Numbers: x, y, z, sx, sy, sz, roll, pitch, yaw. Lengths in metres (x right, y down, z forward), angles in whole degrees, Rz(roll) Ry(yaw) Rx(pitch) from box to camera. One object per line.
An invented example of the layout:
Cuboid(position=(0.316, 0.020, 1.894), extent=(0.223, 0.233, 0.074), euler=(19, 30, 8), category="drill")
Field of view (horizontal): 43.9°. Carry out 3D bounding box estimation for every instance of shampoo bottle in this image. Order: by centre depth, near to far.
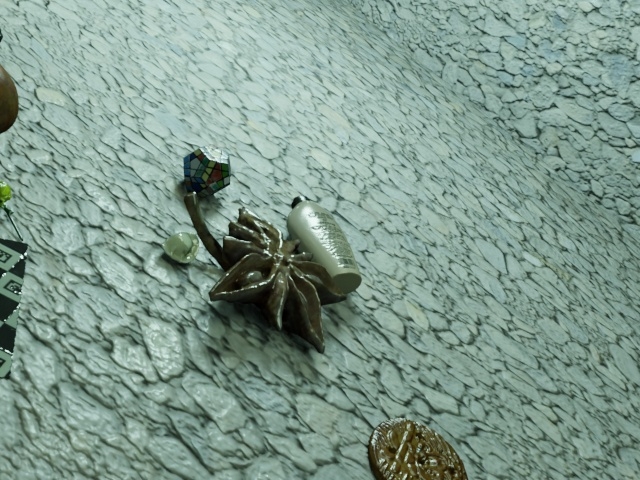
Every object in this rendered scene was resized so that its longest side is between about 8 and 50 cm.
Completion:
Cuboid(position=(0.000, 0.000, 1.636), extent=(0.127, 0.078, 0.256), euler=(4, 41, -31), category="shampoo bottle")

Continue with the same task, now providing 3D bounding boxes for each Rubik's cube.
Cuboid(position=(-0.231, -0.142, 1.625), extent=(0.093, 0.111, 0.111), euler=(59, 32, -1), category="Rubik's cube")

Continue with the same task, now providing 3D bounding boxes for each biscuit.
Cuboid(position=(0.162, 0.365, 1.291), extent=(0.188, 0.027, 0.187), euler=(23, 31, -15), category="biscuit")

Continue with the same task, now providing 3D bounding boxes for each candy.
Cuboid(position=(-0.509, -0.048, 1.299), extent=(0.123, 0.035, 0.035), euler=(56, -3, 23), category="candy")

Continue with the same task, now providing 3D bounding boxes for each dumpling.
Cuboid(position=(-0.249, 0.014, 1.430), extent=(0.059, 0.043, 0.077), euler=(54, 17, 6), category="dumpling")

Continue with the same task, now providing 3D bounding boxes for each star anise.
Cuboid(position=(-0.101, 0.056, 1.438), extent=(0.350, 0.109, 0.292), euler=(28, 24, -23), category="star anise")

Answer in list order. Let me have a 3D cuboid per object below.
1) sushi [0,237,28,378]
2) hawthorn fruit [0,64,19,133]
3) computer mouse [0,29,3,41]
Cuboid(position=(-0.541, 0.049, 1.102), extent=(0.264, 0.050, 0.290), euler=(15, 33, -27), category="sushi")
Cuboid(position=(-0.633, -0.245, 1.336), extent=(0.200, 0.199, 0.251), euler=(-6, 33, -47), category="hawthorn fruit")
Cuboid(position=(-0.759, -0.446, 1.622), extent=(0.122, 0.073, 0.217), euler=(44, 31, 22), category="computer mouse")
